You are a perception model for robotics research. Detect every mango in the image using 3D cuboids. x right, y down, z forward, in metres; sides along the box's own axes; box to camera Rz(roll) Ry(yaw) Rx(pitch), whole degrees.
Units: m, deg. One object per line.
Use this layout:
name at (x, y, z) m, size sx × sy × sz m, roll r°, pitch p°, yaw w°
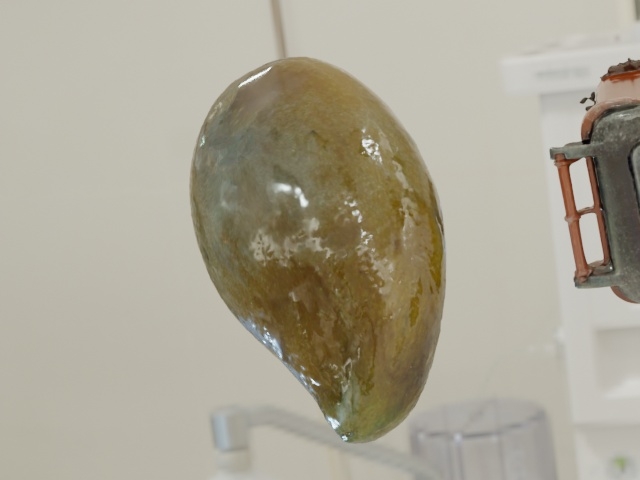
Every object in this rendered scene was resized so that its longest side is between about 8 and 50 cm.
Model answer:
mango at (0.000, 0.000, 1.243) m, size 0.146 × 0.316 × 0.193 m, roll 14°, pitch -50°, yaw -35°

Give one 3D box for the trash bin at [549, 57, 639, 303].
trash bin at (0.269, -0.058, 1.326) m, size 0.184 × 0.161 × 0.239 m, roll -11°, pitch 15°, yaw 6°
